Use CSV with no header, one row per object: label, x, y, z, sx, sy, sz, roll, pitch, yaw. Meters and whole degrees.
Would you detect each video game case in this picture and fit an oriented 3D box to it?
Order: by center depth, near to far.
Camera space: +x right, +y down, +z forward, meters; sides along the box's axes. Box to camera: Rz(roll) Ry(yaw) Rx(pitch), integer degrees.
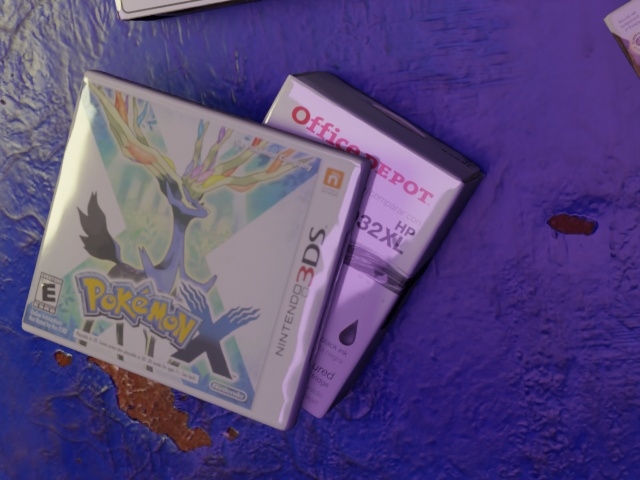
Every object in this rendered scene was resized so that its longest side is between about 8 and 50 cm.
video game case,-0.139,0.008,1.516,0.329,0.036,0.299,19,101,16

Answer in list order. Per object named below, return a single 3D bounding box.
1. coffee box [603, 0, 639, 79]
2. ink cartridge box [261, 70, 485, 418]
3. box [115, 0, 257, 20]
coffee box,0.411,-0.126,1.417,0.119,0.168,0.297,-32,89,17
ink cartridge box,0.000,0.000,1.561,0.223,0.129,0.307,33,105,9
box,-0.088,-0.344,1.554,0.290,0.087,0.169,-9,96,15
